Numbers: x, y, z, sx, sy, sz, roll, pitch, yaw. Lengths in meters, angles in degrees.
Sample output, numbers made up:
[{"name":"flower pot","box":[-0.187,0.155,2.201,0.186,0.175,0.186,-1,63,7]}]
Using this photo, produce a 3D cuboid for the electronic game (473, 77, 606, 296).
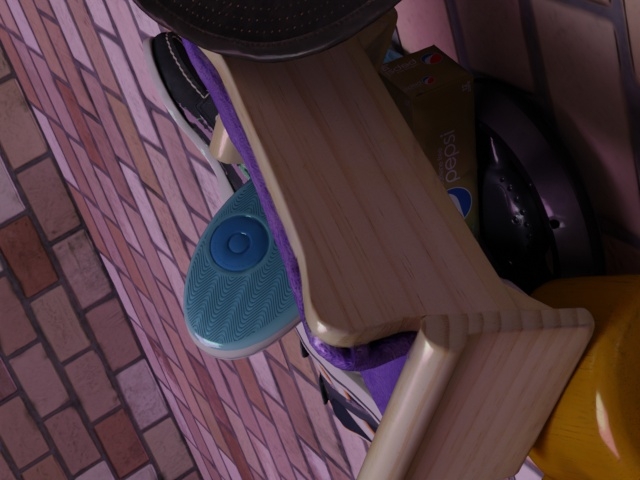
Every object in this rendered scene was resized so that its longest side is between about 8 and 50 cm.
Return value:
[{"name":"electronic game","box":[0.161,-0.025,1.056,0.229,0.048,0.229,54,157,34]}]

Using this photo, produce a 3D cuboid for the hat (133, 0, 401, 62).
[{"name":"hat","box":[-0.004,-0.281,0.848,0.331,0.331,0.134,55,-160,11]}]

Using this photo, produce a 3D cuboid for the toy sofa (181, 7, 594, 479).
[{"name":"toy sofa","box":[0.011,-0.010,0.857,0.362,0.177,0.150,-116,33,-42]}]

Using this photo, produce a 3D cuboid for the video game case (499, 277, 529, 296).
[{"name":"video game case","box":[0.193,0.112,1.044,0.285,0.025,0.204,38,168,-20]}]

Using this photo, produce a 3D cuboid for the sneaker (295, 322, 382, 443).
[{"name":"sneaker","box":[0.043,0.134,1.484,0.321,0.126,0.127,57,156,0]}]

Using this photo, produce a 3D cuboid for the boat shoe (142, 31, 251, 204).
[{"name":"boat shoe","box":[-0.101,-0.129,1.506,0.302,0.091,0.114,58,-163,-2]}]

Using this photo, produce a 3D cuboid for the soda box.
[{"name":"soda box","box":[0.089,-0.063,1.039,0.061,0.058,0.181,48,155,46]}]

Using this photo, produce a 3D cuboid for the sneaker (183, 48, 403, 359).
[{"name":"sneaker","box":[0.000,0.000,1.153,0.127,0.319,0.208,28,159,18]}]

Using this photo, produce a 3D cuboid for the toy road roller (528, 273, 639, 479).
[{"name":"toy road roller","box":[0.205,0.166,0.818,0.241,0.329,0.202,39,165,-12]}]
